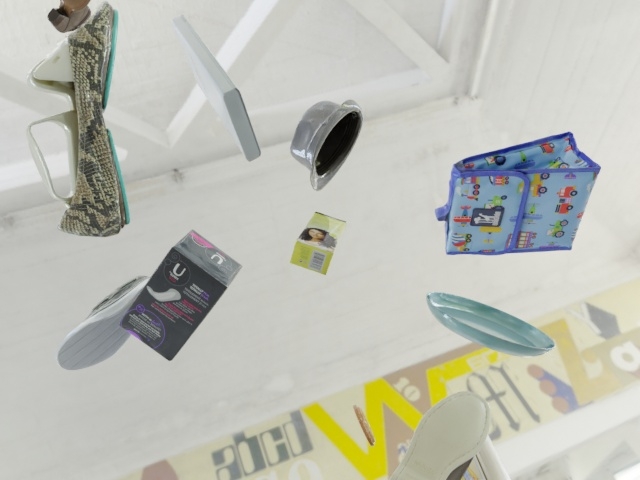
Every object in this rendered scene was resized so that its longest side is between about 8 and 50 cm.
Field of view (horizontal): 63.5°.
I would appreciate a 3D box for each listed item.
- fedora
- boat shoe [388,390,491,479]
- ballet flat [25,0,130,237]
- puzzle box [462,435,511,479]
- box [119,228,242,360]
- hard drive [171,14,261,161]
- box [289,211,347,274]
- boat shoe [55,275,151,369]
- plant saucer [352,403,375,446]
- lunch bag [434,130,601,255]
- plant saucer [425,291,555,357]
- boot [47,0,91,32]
[{"bbox_3d":[0.004,-0.291,1.470,0.275,0.124,0.244,-57,-19,-7],"label":"fedora"},{"bbox_3d":[0.214,0.421,0.965,0.324,0.117,0.096,-43,-36,-35],"label":"boat shoe"},{"bbox_3d":[-0.490,-0.244,1.038,0.182,0.164,0.482,-4,-84,-29],"label":"ballet flat"},{"bbox_3d":[0.303,0.562,1.058,0.052,0.409,0.272,17,-76,-4],"label":"puzzle box"},{"bbox_3d":[-0.347,0.136,1.295,0.165,0.143,0.270,38,-70,-6],"label":"box"},{"bbox_3d":[-0.270,-0.396,1.341,0.047,0.353,0.233,-28,-33,-9],"label":"hard drive"},{"bbox_3d":[0.000,0.000,1.164,0.087,0.232,0.058,18,-71,2],"label":"box"},{"bbox_3d":[-0.580,0.223,1.430,0.335,0.119,0.121,-41,-56,-31],"label":"boat shoe"},{"bbox_3d":[0.086,0.358,1.004,0.013,0.083,0.083,-26,-39,-1],"label":"plant saucer"},{"bbox_3d":[0.382,-0.082,1.077,0.293,0.138,0.221,-8,-46,-2],"label":"lunch bag"},{"bbox_3d":[0.404,0.207,1.263,0.318,0.318,0.043,10,-77,-37],"label":"plant saucer"},{"bbox_3d":[-0.432,-0.416,0.921,0.118,0.087,0.042,-32,-77,9],"label":"boot"}]
